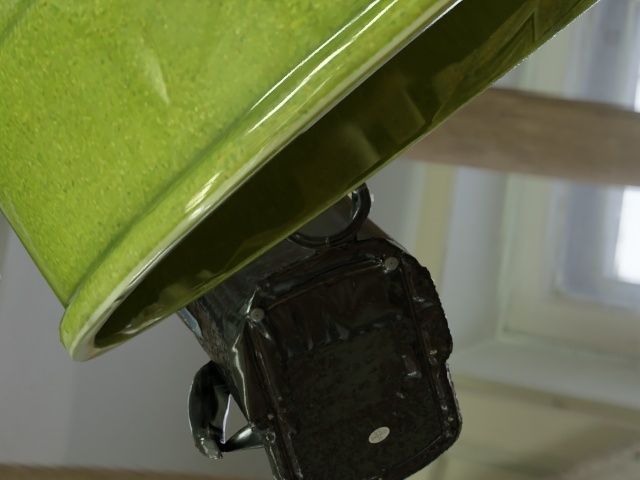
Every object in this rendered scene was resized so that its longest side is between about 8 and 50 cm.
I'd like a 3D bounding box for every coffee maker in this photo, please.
[{"bbox_3d":[-0.010,0.016,0.888,0.120,0.178,0.171,1,-70,-20],"label":"coffee maker"}]

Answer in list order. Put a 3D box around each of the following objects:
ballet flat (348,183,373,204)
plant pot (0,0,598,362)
[{"bbox_3d":[0.000,0.000,1.278,0.083,0.087,0.247,-9,-88,-73],"label":"ballet flat"},{"bbox_3d":[-0.038,-0.211,0.578,0.353,0.366,0.366,52,-138,2],"label":"plant pot"}]
